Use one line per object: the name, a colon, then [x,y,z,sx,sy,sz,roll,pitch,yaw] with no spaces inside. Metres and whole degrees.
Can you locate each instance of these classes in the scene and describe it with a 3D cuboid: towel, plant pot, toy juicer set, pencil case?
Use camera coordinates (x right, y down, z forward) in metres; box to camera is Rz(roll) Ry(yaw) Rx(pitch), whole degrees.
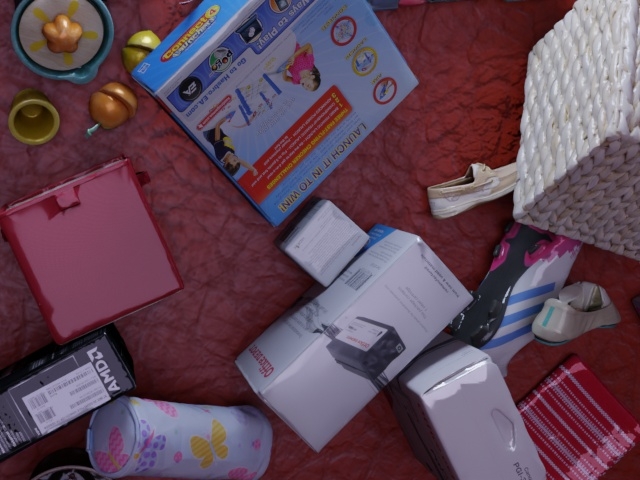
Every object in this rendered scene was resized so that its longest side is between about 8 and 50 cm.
towel: [0.379,0.340,1.772,0.275,0.031,0.199,-43,102,-5]
plant pot: [-0.353,0.376,1.545,0.167,0.165,0.167,-1,95,-12]
toy juicer set: [-0.310,-0.282,1.468,0.209,0.089,0.329,-1,120,-19]
pencil case: [-0.194,0.281,1.538,0.273,0.124,0.113,15,80,-47]

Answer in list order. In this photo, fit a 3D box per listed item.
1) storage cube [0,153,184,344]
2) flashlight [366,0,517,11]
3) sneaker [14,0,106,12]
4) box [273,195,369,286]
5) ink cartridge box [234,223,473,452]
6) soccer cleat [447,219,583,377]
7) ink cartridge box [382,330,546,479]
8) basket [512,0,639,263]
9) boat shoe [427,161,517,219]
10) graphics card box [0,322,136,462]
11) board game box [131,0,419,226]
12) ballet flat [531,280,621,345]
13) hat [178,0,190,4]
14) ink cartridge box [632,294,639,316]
storage cube: [-0.314,0.006,1.506,0.215,0.184,0.193,-24,101,-9]
flashlight: [0.209,-0.403,1.622,0.304,0.103,0.103,-8,94,-10]
sneaker: [-0.322,-0.342,1.531,0.222,0.083,0.118,0,104,-7]
box: [0.000,0.000,1.616,0.087,0.101,0.102,43,86,-13]
ink cartridge box: [0.041,0.131,1.577,0.307,0.223,0.129,-44,103,-5]
soccer cleat: [0.326,0.065,1.704,0.331,0.116,0.143,-51,129,-8]
ink cartridge box: [0.190,0.250,1.590,0.117,0.283,0.207,-27,101,-8]
basket: [0.464,-0.183,1.543,0.266,0.328,0.331,16,65,-11]
boat shoe: [0.243,-0.090,1.681,0.170,0.063,0.059,-25,106,-8]
graphics card box: [-0.433,0.234,1.479,0.371,0.233,0.094,-30,97,-9]
board game box: [-0.053,-0.226,1.521,0.308,0.086,0.302,-45,132,-5]
ballet flat: [0.400,0.102,1.665,0.248,0.086,0.086,-10,102,-56]
hat: [-0.123,-0.425,1.503,0.173,0.183,0.208,-5,97,-10]
ink cartridge box: [0.663,0.186,1.802,0.186,0.065,0.311,-30,99,-8]
